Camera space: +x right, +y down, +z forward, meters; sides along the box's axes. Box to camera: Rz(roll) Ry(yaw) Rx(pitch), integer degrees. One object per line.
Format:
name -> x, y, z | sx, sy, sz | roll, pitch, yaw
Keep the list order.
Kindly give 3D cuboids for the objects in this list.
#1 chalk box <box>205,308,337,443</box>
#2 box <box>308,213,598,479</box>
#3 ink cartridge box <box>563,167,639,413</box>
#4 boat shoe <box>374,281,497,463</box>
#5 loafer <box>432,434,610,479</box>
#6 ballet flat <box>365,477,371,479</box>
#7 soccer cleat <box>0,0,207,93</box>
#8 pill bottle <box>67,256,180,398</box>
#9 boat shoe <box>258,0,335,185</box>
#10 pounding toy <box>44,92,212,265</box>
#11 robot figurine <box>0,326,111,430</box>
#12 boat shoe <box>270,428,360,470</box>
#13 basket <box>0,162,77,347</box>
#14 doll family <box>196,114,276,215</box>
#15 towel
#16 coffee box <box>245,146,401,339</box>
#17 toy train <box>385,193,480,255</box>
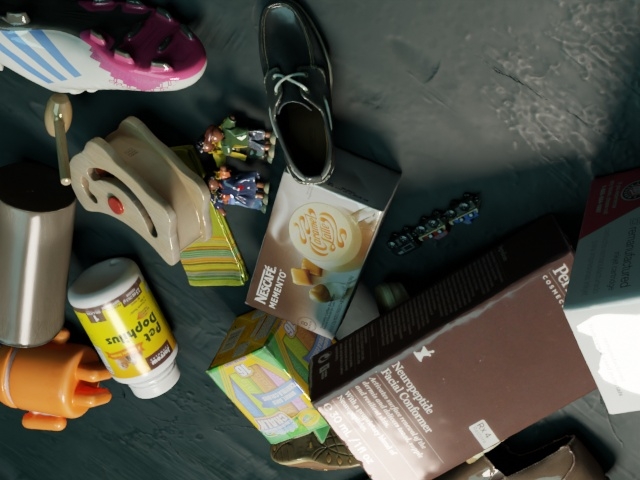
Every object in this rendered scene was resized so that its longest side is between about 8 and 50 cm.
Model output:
chalk box -> -0.041, 0.210, 1.616 | 0.132, 0.132, 0.213 | -26, 113, 35
box -> 0.193, 0.156, 1.386 | 0.381, 0.143, 0.191 | -33, 108, 12
ink cartridge box -> 0.486, 0.016, 1.155 | 0.385, 0.279, 0.160 | -14, 117, 30
boat shoe -> 0.177, 0.175, 1.530 | 0.098, 0.109, 0.302 | -31, 103, -2
loafer -> 0.254, 0.366, 1.636 | 0.366, 0.134, 0.130 | -16, 95, 20
ballet flat -> 0.046, 0.457, 1.811 | 0.231, 0.077, 0.077 | -27, 129, 33
soccer cleat -> -0.296, -0.246, 1.400 | 0.331, 0.116, 0.143 | 18, 146, 12
pill bottle -> -0.299, 0.141, 1.677 | 0.117, 0.117, 0.215 | -7, 123, 26
boat shoe -> -0.026, -0.182, 1.301 | 0.084, 0.079, 0.233 | -10, 94, 7
pounding toy -> -0.289, -0.065, 1.461 | 0.269, 0.155, 0.154 | 43, 144, 12
robot figurine -> -0.460, 0.226, 1.805 | 0.219, 0.128, 0.158 | 7, 130, 17
boat shoe -> 0.007, 0.344, 1.752 | 0.178, 0.064, 0.060 | -5, 154, 27
basket -> -0.449, 0.009, 1.615 | 0.154, 0.204, 0.226 | -4, 129, -31
doll family -> -0.122, -0.098, 1.448 | 0.111, 0.076, 0.193 | 6, 125, -4
towel -> -0.188, -0.030, 1.564 | 0.102, 0.021, 0.237 | -5, 123, 25
coffee box -> 0.000, 0.000, 1.458 | 0.141, 0.098, 0.246 | 24, 130, 4
toy train -> 0.154, -0.018, 1.429 | 0.158, 0.027, 0.036 | -30, 114, 37
